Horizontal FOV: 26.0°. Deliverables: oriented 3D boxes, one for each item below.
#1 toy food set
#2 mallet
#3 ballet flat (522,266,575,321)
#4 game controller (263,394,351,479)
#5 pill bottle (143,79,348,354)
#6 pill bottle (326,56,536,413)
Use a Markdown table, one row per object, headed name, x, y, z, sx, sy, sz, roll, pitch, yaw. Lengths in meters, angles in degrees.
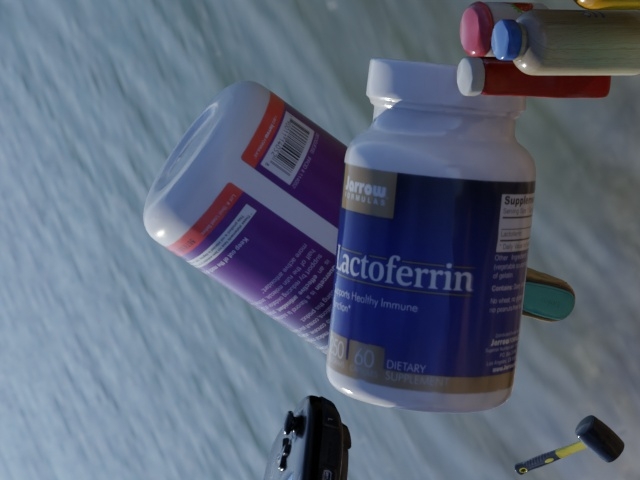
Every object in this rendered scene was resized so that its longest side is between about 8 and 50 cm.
| name | x | y | z | sx | sy | sz | roll | pitch | yaw |
| --- | --- | --- | --- | --- | --- | --- | --- | --- | --- |
| toy food set | 0.128 | -0.149 | 0.878 | 0.232 | 0.104 | 0.111 | -138 | 48 | -63 |
| mallet | 0.332 | 0.290 | 1.860 | 0.062 | 0.039 | 0.190 | 36 | 143 | -5 |
| ballet flat | 0.236 | 0.058 | 1.850 | 0.080 | 0.232 | 0.073 | -64 | 31 | 10 |
| game controller | -0.032 | 0.292 | 1.145 | 0.166 | 0.067 | 0.319 | 134 | 149 | -53 |
| pill bottle | 0.000 | 0.000 | 1.355 | 0.323 | 0.181 | 0.181 | 35 | 167 | -15 |
| pill bottle | 0.089 | -0.008 | 1.096 | 0.153 | 0.153 | 0.265 | -161 | 74 | -65 |
